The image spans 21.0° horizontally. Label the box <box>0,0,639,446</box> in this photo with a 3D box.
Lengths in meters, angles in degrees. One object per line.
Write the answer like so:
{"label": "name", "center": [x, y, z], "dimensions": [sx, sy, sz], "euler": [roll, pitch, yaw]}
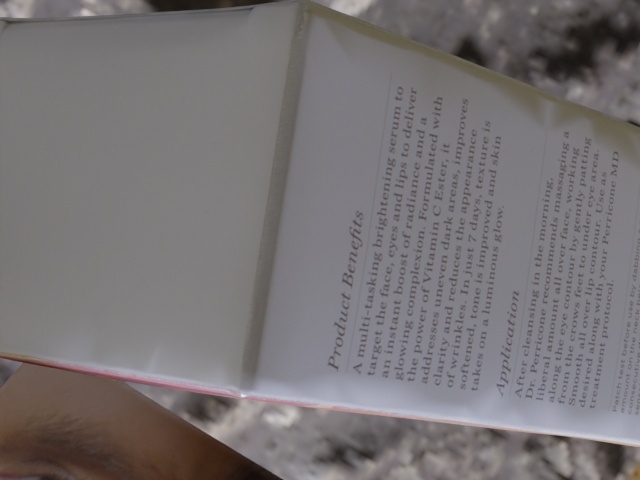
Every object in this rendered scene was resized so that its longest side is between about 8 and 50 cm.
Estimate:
{"label": "box", "center": [0.000, 0.000, 0.476], "dimensions": [0.170, 0.130, 0.091], "euler": [13, 84, -46]}

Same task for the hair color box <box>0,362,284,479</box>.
{"label": "hair color box", "center": [-0.110, 0.211, 0.489], "dimensions": [0.339, 0.185, 0.110], "euler": [-49, 147, -23]}
